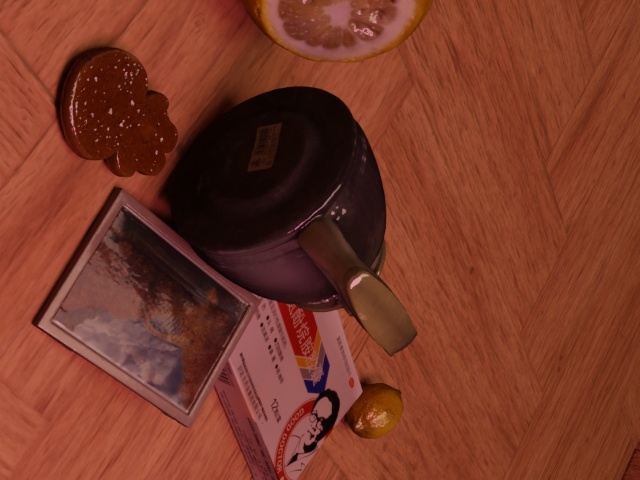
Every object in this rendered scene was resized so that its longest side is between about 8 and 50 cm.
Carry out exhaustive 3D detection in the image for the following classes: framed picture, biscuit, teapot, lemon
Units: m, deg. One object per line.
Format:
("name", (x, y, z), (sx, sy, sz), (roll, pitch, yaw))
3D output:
("framed picture", (-0.192, 0.082, 1.306), (0.250, 0.016, 0.184), (43, 67, -35))
("biscuit", (-0.220, -0.133, 1.228), (0.124, 0.026, 0.175), (-63, 144, -15))
("teapot", (0.008, -0.019, 1.321), (0.239, 0.321, 0.239), (-59, 138, -20))
("lemon", (0.083, 0.270, 1.785), (0.111, 0.082, 0.082), (-32, 128, -41))
("lemon", (0.021, -0.343, 1.320), (0.240, 0.240, 0.219), (54, 28, -50))

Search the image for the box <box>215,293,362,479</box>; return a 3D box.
("box", (-0.054, 0.159, 1.558), (0.214, 0.069, 0.353), (-49, 140, -34))
